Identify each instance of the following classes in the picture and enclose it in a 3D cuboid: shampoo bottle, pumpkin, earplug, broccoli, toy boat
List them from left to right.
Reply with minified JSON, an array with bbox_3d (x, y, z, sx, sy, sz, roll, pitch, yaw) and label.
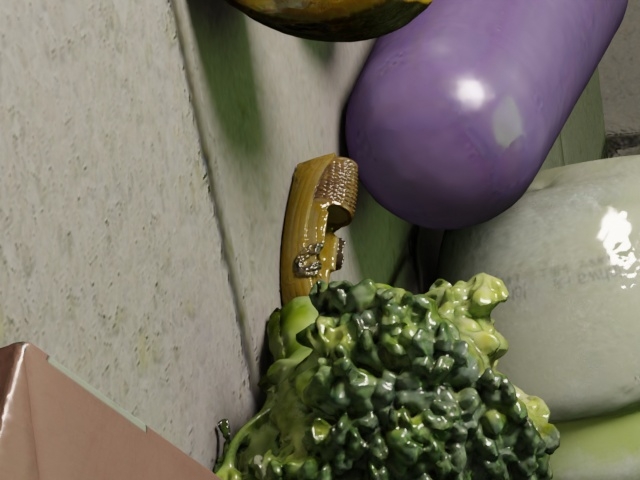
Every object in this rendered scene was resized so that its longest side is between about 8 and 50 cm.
[{"bbox_3d":[-0.034,-0.236,1.196,0.248,0.126,0.131,65,27,-5],"label":"pumpkin"},{"bbox_3d":[0.000,0.000,1.356,0.047,0.049,0.149,64,28,-55],"label":"toy boat"},{"bbox_3d":[0.042,0.137,1.223,0.248,0.288,0.245,28,33,-27],"label":"broccoli"},{"bbox_3d":[0.147,-0.160,1.643,0.456,0.215,0.215,-60,144,-57],"label":"earplug"},{"bbox_3d":[0.269,0.078,1.787,0.322,0.322,0.317,-27,101,-73],"label":"shampoo bottle"}]

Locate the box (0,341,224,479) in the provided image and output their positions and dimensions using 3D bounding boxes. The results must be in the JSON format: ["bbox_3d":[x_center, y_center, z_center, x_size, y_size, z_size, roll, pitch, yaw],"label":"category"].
[{"bbox_3d":[-0.105,0.178,0.762,0.215,0.086,0.215,43,42,-37],"label":"box"}]
